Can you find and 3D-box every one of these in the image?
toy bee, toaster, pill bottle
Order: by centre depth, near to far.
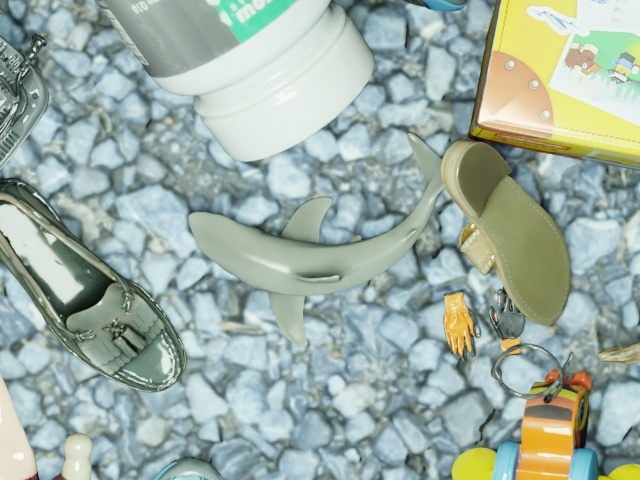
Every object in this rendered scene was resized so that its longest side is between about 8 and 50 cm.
[{"bbox_3d":[-0.114,-0.263,1.620,0.204,0.204,0.361,-37,113,-3],"label":"pill bottle"},{"bbox_3d":[-0.340,-0.117,1.666,0.129,0.146,0.227,41,89,-7],"label":"toaster"},{"bbox_3d":[0.243,0.208,1.749,0.195,0.162,0.298,23,122,9],"label":"toy bee"}]

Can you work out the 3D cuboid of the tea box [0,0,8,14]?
[{"bbox_3d":[-0.459,-0.365,1.604,0.329,0.220,0.324,-2,94,-6],"label":"tea box"}]

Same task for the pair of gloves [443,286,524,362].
[{"bbox_3d":[0.166,0.084,1.795,0.083,0.010,0.074,-7,93,-6],"label":"pair of gloves"}]

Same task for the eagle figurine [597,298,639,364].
[{"bbox_3d":[0.437,0.044,1.667,0.225,0.298,0.226,42,61,2],"label":"eagle figurine"}]

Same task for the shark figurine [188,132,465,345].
[{"bbox_3d":[0.028,0.008,1.728,0.278,0.116,0.166,-20,96,-2],"label":"shark figurine"}]

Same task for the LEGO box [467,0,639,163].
[{"bbox_3d":[0.397,-0.143,1.589,0.500,0.372,0.193,11,92,3],"label":"LEGO box"}]

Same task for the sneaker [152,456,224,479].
[{"bbox_3d":[-0.146,0.343,1.720,0.104,0.125,0.262,15,92,-7],"label":"sneaker"}]

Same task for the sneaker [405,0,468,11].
[{"bbox_3d":[0.029,-0.358,1.702,0.341,0.125,0.140,41,84,-8],"label":"sneaker"}]

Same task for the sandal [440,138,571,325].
[{"bbox_3d":[0.168,-0.016,1.755,0.088,0.079,0.240,-51,129,-19],"label":"sandal"}]

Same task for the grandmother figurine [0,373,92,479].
[{"bbox_3d":[-0.309,0.237,1.719,0.207,0.104,0.342,-17,98,23],"label":"grandmother figurine"}]

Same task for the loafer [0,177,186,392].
[{"bbox_3d":[-0.237,0.051,1.716,0.096,0.084,0.267,-45,96,-2],"label":"loafer"}]
